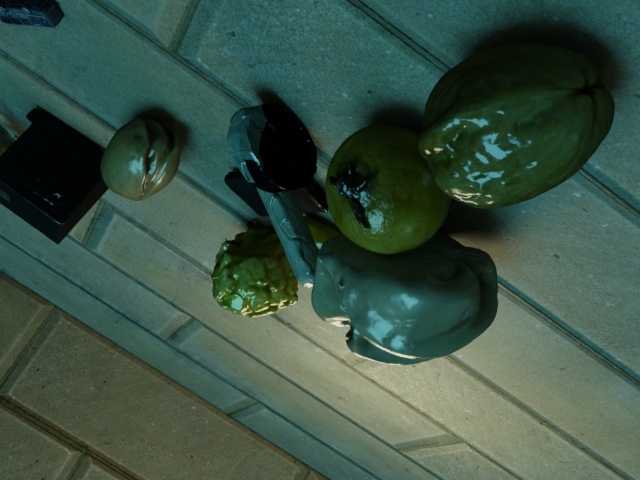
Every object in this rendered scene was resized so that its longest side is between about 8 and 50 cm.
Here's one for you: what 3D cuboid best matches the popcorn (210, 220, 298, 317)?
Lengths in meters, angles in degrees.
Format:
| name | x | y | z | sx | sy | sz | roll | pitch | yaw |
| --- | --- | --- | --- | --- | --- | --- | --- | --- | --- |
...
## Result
| name | x | y | z | sx | sy | sz | roll | pitch | yaw |
| --- | --- | --- | --- | --- | --- | --- | --- | --- | --- |
| popcorn | -0.163 | 0.074 | 2.105 | 0.249 | 0.249 | 0.225 | 8 | 110 | 37 |

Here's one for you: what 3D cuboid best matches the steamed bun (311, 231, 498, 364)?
| name | x | y | z | sx | sy | sz | roll | pitch | yaw |
| --- | --- | --- | --- | --- | --- | --- | --- | --- | --- |
| steamed bun | 0.154 | 0.115 | 1.705 | 0.368 | 0.342 | 0.255 | 25 | 115 | 38 |

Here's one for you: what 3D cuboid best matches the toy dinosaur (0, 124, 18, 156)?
| name | x | y | z | sx | sy | sz | roll | pitch | yaw |
| --- | --- | --- | --- | --- | --- | --- | --- | --- | --- |
| toy dinosaur | -0.875 | -0.265 | 2.311 | 0.205 | 0.092 | 0.393 | 60 | 175 | 6 |

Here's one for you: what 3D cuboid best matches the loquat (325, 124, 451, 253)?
| name | x | y | z | sx | sy | sz | roll | pitch | yaw |
| --- | --- | --- | --- | --- | --- | --- | --- | --- | --- |
| loquat | 0.117 | -0.092 | 1.533 | 0.244 | 0.244 | 0.244 | 23 | 153 | 13 |

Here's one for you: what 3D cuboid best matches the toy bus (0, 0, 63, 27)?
| name | x | y | z | sx | sy | sz | roll | pitch | yaw |
| --- | --- | --- | --- | --- | --- | --- | --- | --- | --- |
| toy bus | -0.616 | -0.481 | 1.790 | 0.166 | 0.047 | 0.065 | 12 | 152 | 30 |

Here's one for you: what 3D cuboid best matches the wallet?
| name | x | y | z | sx | sy | sz | roll | pitch | yaw |
| --- | --- | --- | --- | --- | --- | --- | --- | --- | --- |
| wallet | -0.098 | -0.108 | 1.925 | 0.250 | 0.044 | 0.149 | -3 | 142 | 45 |

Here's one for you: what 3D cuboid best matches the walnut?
| name | x | y | z | sx | sy | sz | roll | pitch | yaw |
| --- | --- | --- | --- | --- | --- | --- | --- | --- | --- |
| walnut | 0.275 | -0.170 | 1.244 | 0.283 | 0.283 | 0.227 | -26 | 79 | 59 |

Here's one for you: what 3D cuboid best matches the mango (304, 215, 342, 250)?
| name | x | y | z | sx | sy | sz | roll | pitch | yaw |
| --- | --- | --- | --- | --- | --- | --- | --- | --- | --- |
| mango | 0.000 | 0.000 | 1.978 | 0.161 | 0.076 | 0.103 | 38 | 157 | -9 |

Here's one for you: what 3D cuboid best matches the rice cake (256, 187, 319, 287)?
| name | x | y | z | sx | sy | sz | roll | pitch | yaw |
| --- | --- | --- | --- | --- | --- | --- | --- | --- | --- |
| rice cake | -0.077 | -0.057 | 1.806 | 0.066 | 0.063 | 0.336 | -28 | 89 | 59 |

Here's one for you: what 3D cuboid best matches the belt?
| name | x | y | z | sx | sy | sz | roll | pitch | yaw |
| --- | --- | --- | --- | --- | --- | --- | --- | --- | --- |
| belt | -0.098 | -0.180 | 1.678 | 0.078 | 0.151 | 0.198 | -2 | 137 | 47 |

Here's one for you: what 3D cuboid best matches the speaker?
| name | x | y | z | sx | sy | sz | roll | pitch | yaw |
| --- | --- | --- | --- | --- | --- | --- | --- | --- | --- |
| speaker | -0.700 | -0.169 | 2.209 | 0.254 | 0.232 | 0.184 | 37 | 153 | -4 |

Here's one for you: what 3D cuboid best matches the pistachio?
| name | x | y | z | sx | sy | sz | roll | pitch | yaw |
| --- | --- | --- | --- | --- | --- | --- | --- | --- | --- |
| pistachio | -0.420 | -0.187 | 1.984 | 0.162 | 0.181 | 0.293 | -1 | 169 | -26 |
